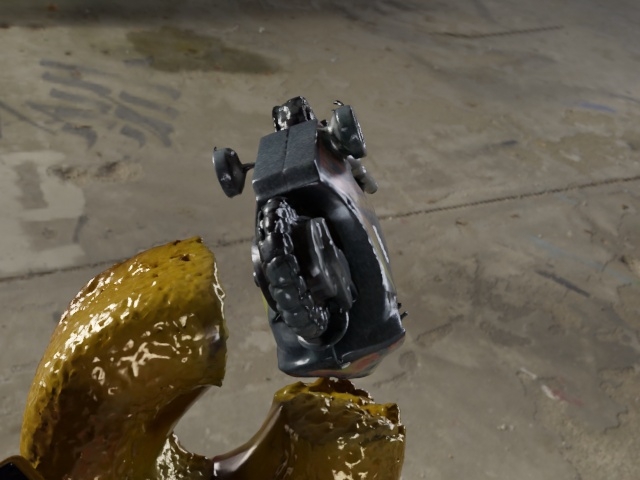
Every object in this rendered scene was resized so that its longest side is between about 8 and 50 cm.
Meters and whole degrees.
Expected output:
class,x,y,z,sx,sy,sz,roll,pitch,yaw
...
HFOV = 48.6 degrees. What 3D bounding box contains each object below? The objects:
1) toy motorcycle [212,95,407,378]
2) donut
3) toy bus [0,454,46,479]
class,x,y,z,sx,sy,sz,roll,pitch,yaw
toy motorcycle,0.000,0.000,0.526,0.108,0.173,0.307,-18,24,10
donut,-0.126,0.239,0.784,0.435,0.377,0.163,36,4,-12
toy bus,-0.281,0.277,0.573,0.114,0.201,0.098,43,29,7
